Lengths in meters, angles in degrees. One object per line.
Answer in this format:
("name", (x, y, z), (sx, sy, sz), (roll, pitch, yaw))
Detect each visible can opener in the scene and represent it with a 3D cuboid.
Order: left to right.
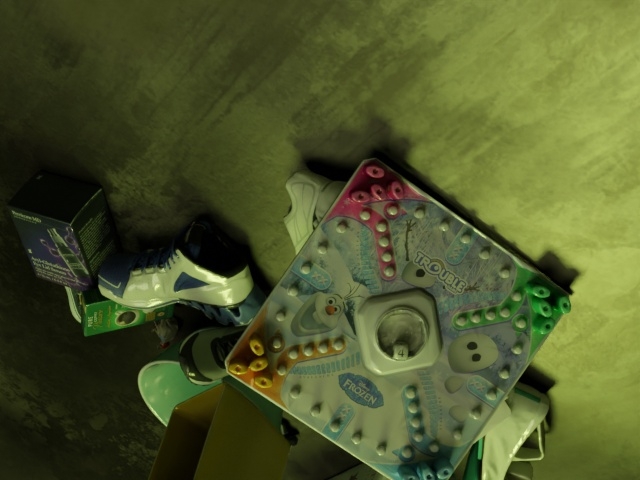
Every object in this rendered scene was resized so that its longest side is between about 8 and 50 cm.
("can opener", (-0.116, 0.454, 2.193), (0.059, 0.073, 0.186), (6, 160, -34))

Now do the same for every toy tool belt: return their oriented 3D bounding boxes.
("toy tool belt", (-0.329, 0.186, 2.045), (0.051, 0.052, 0.083), (56, 143, 21))

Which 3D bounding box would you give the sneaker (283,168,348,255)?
("sneaker", (0.000, 0.000, 1.587), (0.118, 0.110, 0.292), (29, 142, 25))

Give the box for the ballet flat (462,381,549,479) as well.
("ballet flat", (0.336, 0.398, 1.774), (0.139, 0.139, 0.400), (19, 138, 16))

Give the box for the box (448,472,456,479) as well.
("box", (0.182, 0.421, 1.889), (0.186, 0.145, 0.038), (36, 100, -8))

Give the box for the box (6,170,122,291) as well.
("box", (-0.487, -0.013, 1.876), (0.153, 0.108, 0.207), (15, 139, 21))

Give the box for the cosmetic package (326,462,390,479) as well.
("cosmetic package", (0.124, 0.704, 2.072), (0.327, 0.329, 0.394), (39, 140, -8))

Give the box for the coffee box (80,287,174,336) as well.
("coffee box", (-0.378, 0.126, 1.915), (0.113, 0.184, 0.040), (107, 145, -51))

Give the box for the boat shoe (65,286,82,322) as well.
("boat shoe", (-0.484, 0.120, 2.052), (0.083, 0.065, 0.183), (13, 137, 24))

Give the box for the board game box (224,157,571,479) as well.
("board game box", (0.121, 0.140, 1.451), (0.390, 0.390, 0.050), (34, -178, -7))

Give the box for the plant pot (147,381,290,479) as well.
("plant pot", (-0.182, 0.419, 1.823), (0.187, 0.212, 0.212), (31, 144, -22))

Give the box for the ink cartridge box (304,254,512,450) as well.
("ink cartridge box", (0.151, 0.210, 1.547), (0.353, 0.207, 0.119), (54, 180, -9))

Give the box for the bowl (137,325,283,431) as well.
("bowl", (-0.194, 0.290, 1.968), (0.312, 0.163, 0.311), (18, 141, 16))

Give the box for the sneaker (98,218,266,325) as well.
("sneaker", (-0.254, 0.037, 1.780), (0.316, 0.127, 0.182), (9, 133, 16))

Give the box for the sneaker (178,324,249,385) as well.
("sneaker", (-0.147, 0.191, 1.782), (0.108, 0.271, 0.100), (-29, 78, 42))
